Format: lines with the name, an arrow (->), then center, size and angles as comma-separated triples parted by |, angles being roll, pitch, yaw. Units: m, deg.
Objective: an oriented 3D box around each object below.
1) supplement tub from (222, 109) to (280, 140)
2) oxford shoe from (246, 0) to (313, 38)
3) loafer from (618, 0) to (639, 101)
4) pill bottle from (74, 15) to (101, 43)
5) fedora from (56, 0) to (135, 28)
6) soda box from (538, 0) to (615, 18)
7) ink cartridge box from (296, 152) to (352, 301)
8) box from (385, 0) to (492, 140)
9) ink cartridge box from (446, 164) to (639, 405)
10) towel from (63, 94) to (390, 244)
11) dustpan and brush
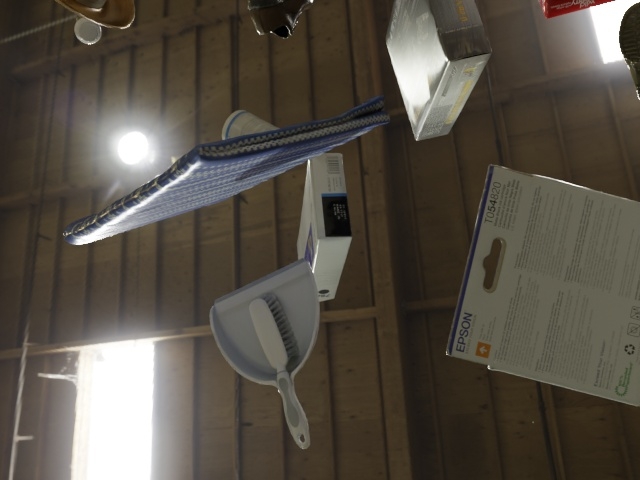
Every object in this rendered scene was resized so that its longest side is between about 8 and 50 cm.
supplement tub -> -0.107, -0.170, 0.965 | 0.107, 0.071, 0.071 | 31, -94, 24
oxford shoe -> -0.081, -0.484, 1.215 | 0.082, 0.227, 0.096 | 7, -60, 30
loafer -> 0.457, -0.259, 0.794 | 0.050, 0.148, 0.056 | -34, -156, -32
pill bottle -> -0.401, -0.364, 0.984 | 0.043, 0.043, 0.083 | -45, -146, 2
fedora -> -0.215, -0.281, 0.486 | 0.079, 0.194, 0.194 | -30, -115, 18
soda box -> 0.554, -0.511, 1.084 | 0.263, 0.083, 0.092 | -10, -134, 15
ink cartridge box -> 0.000, 0.000, 1.062 | 0.065, 0.333, 0.166 | -2, -116, -9
box -> 0.151, -0.269, 0.783 | 0.056, 0.231, 0.183 | -14, -104, -4
ink cartridge box -> 0.266, 0.048, 0.640 | 0.223, 0.045, 0.224 | 15, -95, -1
towel -> -0.116, -0.072, 0.617 | 0.336, 0.243, 0.040 | -17, -84, 48
dustpan and brush -> -0.048, 0.139, 0.677 | 0.147, 0.060, 0.211 | -26, -106, 10
